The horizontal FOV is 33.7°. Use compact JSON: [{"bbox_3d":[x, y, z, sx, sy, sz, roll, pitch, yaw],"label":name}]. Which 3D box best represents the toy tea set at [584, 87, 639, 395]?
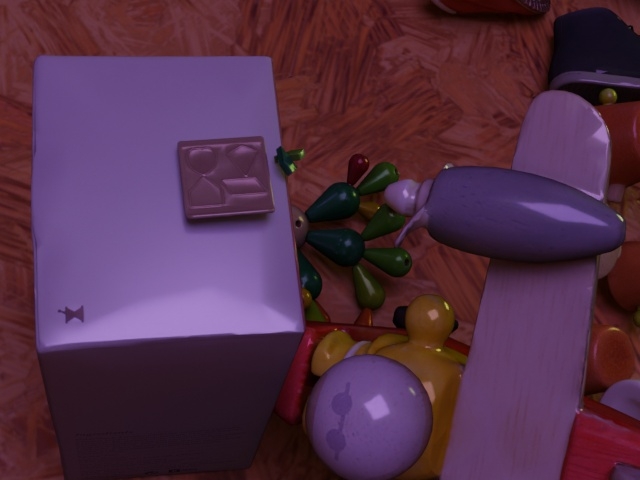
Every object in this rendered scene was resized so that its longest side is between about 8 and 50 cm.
[{"bbox_3d":[0.281,0.003,1.077,0.200,0.124,0.336,51,59,-17],"label":"toy tea set"}]

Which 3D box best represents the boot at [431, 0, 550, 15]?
[{"bbox_3d":[0.193,-0.286,1.213,0.157,0.084,0.059,8,69,-37],"label":"boot"}]

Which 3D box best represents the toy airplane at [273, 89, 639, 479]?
[{"bbox_3d":[0.113,0.142,0.759,0.272,0.384,0.386,12,48,-45],"label":"toy airplane"}]

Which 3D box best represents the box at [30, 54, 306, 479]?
[{"bbox_3d":[-0.128,0.041,0.830,0.168,0.345,0.215,-2,65,-11],"label":"box"}]

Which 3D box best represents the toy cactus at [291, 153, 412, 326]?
[{"bbox_3d":[0.000,0.000,1.022,0.180,0.112,0.219,18,72,10],"label":"toy cactus"}]

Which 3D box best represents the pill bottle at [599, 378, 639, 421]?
[{"bbox_3d":[0.329,0.168,0.980,0.137,0.078,0.078,5,60,-35],"label":"pill bottle"}]

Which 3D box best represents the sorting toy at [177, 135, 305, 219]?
[{"bbox_3d":[-0.048,-0.041,0.683,0.083,0.012,0.062,-5,60,-11],"label":"sorting toy"}]

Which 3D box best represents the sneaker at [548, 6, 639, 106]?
[{"bbox_3d":[0.367,-0.196,1.185,0.221,0.083,0.118,10,62,-4],"label":"sneaker"}]
